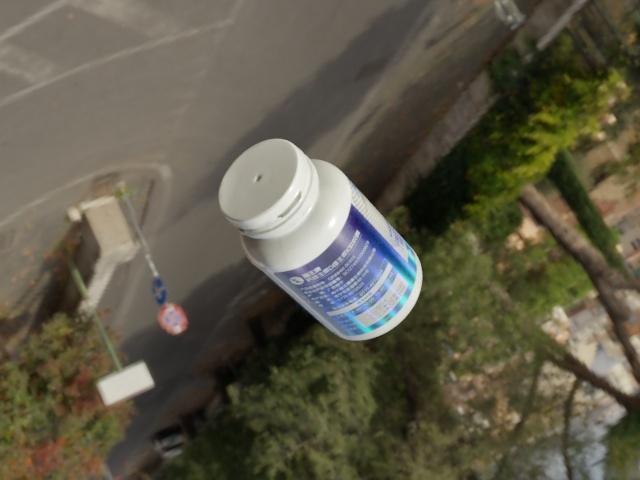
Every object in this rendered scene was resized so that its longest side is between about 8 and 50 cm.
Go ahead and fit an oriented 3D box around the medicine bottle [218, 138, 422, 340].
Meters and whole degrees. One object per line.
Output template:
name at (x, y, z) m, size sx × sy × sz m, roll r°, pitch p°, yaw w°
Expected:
medicine bottle at (0.000, 0.000, 0.874) m, size 0.107 × 0.107 × 0.191 m, roll -32°, pitch 135°, yaw 14°
